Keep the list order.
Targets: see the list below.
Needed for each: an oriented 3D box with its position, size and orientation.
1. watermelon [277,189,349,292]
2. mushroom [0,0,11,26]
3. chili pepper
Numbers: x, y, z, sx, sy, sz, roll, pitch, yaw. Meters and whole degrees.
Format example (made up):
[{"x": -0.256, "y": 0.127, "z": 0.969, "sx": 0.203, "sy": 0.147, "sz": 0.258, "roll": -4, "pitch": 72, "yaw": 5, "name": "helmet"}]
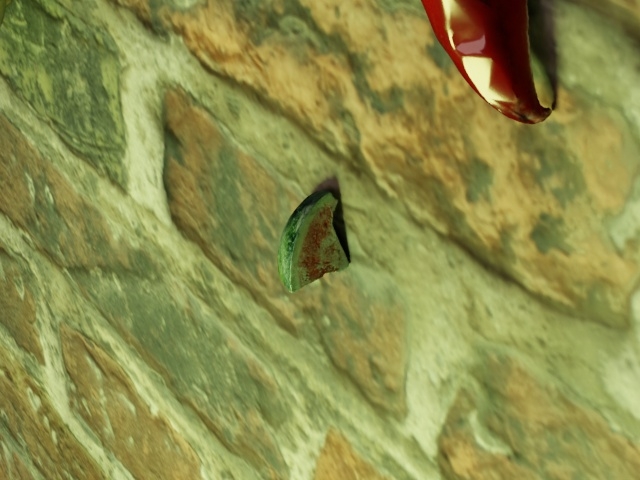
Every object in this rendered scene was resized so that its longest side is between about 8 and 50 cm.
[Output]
[{"x": 0.000, "y": 0.000, "z": 1.044, "sx": 0.061, "sy": 0.085, "sz": 0.085, "roll": 27, "pitch": 148, "yaw": -10, "name": "watermelon"}, {"x": -0.509, "y": -0.272, "z": 1.351, "sx": 0.336, "sy": 0.314, "sz": 0.314, "roll": -8, "pitch": 104, "yaw": 25, "name": "mushroom"}, {"x": 0.094, "y": -0.245, "z": 0.720, "sx": 0.137, "sy": 0.092, "sz": 0.368, "roll": 24, "pitch": 137, "yaw": 25, "name": "chili pepper"}]
